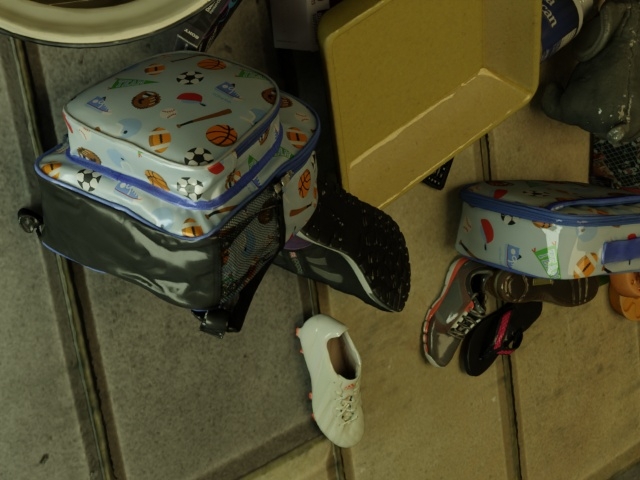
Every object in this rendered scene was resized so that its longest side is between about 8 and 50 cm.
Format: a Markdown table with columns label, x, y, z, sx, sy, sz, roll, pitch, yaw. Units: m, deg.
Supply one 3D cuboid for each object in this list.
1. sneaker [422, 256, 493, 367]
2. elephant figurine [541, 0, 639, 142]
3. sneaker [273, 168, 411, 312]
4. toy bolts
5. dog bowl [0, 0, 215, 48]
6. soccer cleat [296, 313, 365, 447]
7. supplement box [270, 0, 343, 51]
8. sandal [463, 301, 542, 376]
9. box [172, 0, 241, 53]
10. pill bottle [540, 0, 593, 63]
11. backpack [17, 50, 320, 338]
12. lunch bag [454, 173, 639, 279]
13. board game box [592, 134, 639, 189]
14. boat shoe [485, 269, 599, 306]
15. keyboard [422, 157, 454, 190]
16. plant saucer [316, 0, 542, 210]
| label | x | y | z | sx | sy | sz | roll | pitch | yaw |
| --- | --- | --- | --- | --- | --- | --- | --- | --- | --- |
| sneaker | 0.189 | 0.099 | 1.874 | 0.061 | 0.065 | 0.157 | 22 | 84 | -43 |
| elephant figurine | 0.410 | -0.265 | 1.918 | 0.169 | 0.186 | 0.239 | 5 | 107 | -52 |
| sneaker | 0.000 | 0.000 | 1.653 | 0.283 | 0.124 | 0.107 | 41 | 53 | -44 |
| toy bolts | 0.522 | 0.013 | 2.095 | 0.218 | 0.158 | 0.228 | 45 | 69 | -39 |
| dog bowl | -0.238 | -0.376 | 1.261 | 0.408 | 0.150 | 0.407 | -2 | 95 | -22 |
| soccer cleat | 0.023 | 0.182 | 1.734 | 0.068 | 0.076 | 0.196 | -33 | 120 | -33 |
| supplement box | 0.050 | -0.309 | 1.657 | 0.239 | 0.073 | 0.130 | -20 | 113 | -39 |
| sandal | 0.266 | 0.127 | 1.967 | 0.179 | 0.040 | 0.067 | -39 | 123 | -30 |
| box | -0.108 | -0.256 | 1.502 | 0.029 | 0.116 | 0.162 | 34 | 74 | -2 |
| pill bottle | 0.293 | -0.294 | 1.862 | 0.169 | 0.094 | 0.094 | -38 | 122 | -37 |
| backpack | -0.131 | -0.074 | 1.419 | 0.263 | 0.277 | 0.213 | -38 | 147 | -47 |
| lunch bag | 0.350 | -0.018 | 1.875 | 0.303 | 0.243 | 0.115 | -6 | 103 | -41 |
| board game box | 0.508 | -0.150 | 1.989 | 0.042 | 0.243 | 0.165 | -15 | 109 | -49 |
| boat shoe | 0.309 | 0.056 | 1.970 | 0.190 | 0.072 | 0.068 | 5 | 92 | -34 |
| keyboard | 0.168 | -0.166 | 1.819 | 0.100 | 0.038 | 0.192 | 22 | 83 | -43 |
| plant saucer | 0.121 | -0.221 | 1.653 | 0.333 | 0.081 | 0.332 | -35 | 146 | -20 |
